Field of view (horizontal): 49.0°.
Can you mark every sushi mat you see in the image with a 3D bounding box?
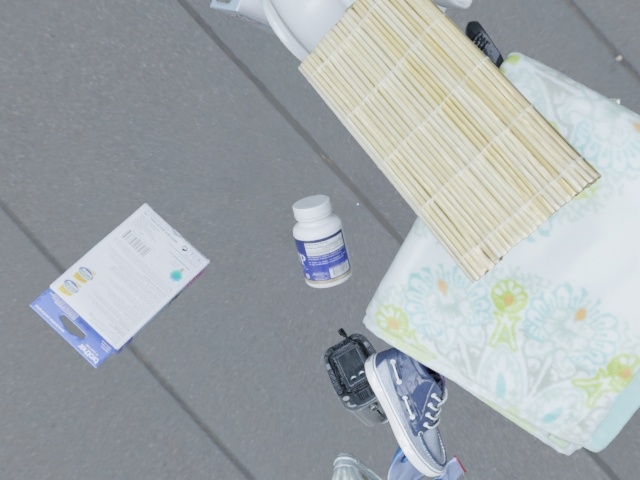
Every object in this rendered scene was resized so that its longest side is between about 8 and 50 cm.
[{"bbox_3d":[0.106,-0.123,0.684,0.151,0.019,0.316,-48,64,27],"label":"sushi mat"}]

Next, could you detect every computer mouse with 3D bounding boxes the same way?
[{"bbox_3d":[0.349,-0.322,1.361,0.041,0.071,0.242,-34,80,15],"label":"computer mouse"}]

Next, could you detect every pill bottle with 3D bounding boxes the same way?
[{"bbox_3d":[0.000,0.000,1.554,0.112,0.112,0.186,-12,112,4],"label":"pill bottle"}]

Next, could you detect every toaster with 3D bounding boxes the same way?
[{"bbox_3d":[0.100,0.329,1.665,0.129,0.227,0.146,-32,134,2],"label":"toaster"}]

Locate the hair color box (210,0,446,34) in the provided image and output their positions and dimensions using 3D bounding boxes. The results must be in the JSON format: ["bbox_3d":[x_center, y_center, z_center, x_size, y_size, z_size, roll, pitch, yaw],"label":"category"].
[{"bbox_3d":[0.027,-0.403,1.172,0.375,0.114,0.185,14,102,-36],"label":"hair color box"}]

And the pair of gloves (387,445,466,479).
[{"bbox_3d":[0.149,0.375,1.076,0.159,0.023,0.198,-46,128,-14],"label":"pair of gloves"}]

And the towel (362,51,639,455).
[{"bbox_3d":[0.258,0.031,0.788,0.321,0.090,0.374,31,114,9],"label":"towel"}]

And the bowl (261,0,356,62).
[{"bbox_3d":[0.016,-0.321,0.929,0.134,0.298,0.297,-32,91,31],"label":"bowl"}]

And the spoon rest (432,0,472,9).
[{"bbox_3d":[0.142,-0.412,0.899,0.084,0.137,0.276,-28,57,34],"label":"spoon rest"}]

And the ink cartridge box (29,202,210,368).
[{"bbox_3d":[-0.396,0.090,1.411,0.186,0.065,0.311,43,61,2],"label":"ink cartridge box"}]

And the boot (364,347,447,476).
[{"bbox_3d":[0.140,0.228,0.951,0.086,0.069,0.190,-29,94,30],"label":"boot"}]

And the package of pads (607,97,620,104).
[{"bbox_3d":[0.329,-0.107,1.083,0.229,0.296,0.101,4,69,22],"label":"package of pads"}]

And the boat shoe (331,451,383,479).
[{"bbox_3d":[0.111,0.516,1.382,0.118,0.320,0.103,-17,50,26],"label":"boat shoe"}]
